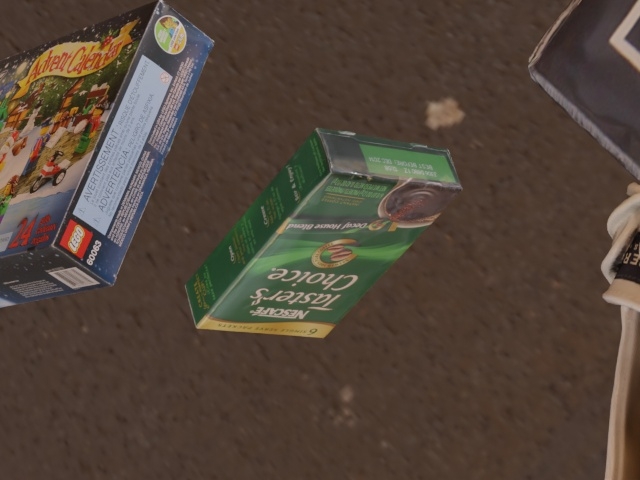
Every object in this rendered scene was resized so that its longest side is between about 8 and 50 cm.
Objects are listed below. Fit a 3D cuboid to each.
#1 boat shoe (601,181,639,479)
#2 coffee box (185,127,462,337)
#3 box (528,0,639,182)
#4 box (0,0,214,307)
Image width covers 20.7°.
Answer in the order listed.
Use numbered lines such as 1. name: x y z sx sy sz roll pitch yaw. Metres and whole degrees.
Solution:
1. boat shoe: 0.146 0.013 0.645 0.088 0.096 0.267 1 102 -18
2. coffee box: 0.000 0.000 1.180 0.113 0.040 0.184 7 141 -35
3. box: 0.258 -0.060 0.376 0.182 0.296 0.294 -5 137 -51
4. box: -0.173 -0.039 1.009 0.044 0.233 0.159 36 60 -32
